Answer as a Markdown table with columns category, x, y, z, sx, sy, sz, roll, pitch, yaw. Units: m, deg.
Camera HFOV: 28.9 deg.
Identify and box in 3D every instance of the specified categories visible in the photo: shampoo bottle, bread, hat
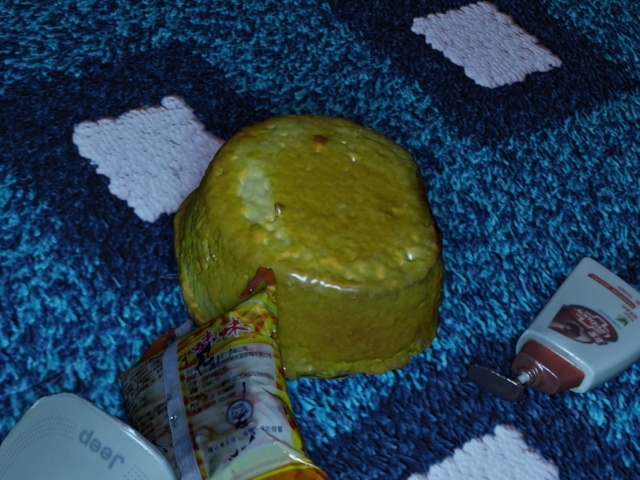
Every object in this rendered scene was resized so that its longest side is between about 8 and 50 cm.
| category | x | y | z | sx | sy | sz | roll | pitch | yaw |
| --- | --- | --- | --- | --- | --- | --- | --- | --- | --- |
| shampoo bottle | 0.311 | 0.130 | 1.587 | 0.284 | 0.071 | 0.153 | -27 | 58 | -39 |
| bread | -0.001 | -0.002 | 1.521 | 0.336 | 0.204 | 0.358 | 5 | 43 | -21 |
| hat | -0.265 | 0.278 | 1.153 | 0.214 | 0.245 | 0.149 | 28 | 23 | 12 |

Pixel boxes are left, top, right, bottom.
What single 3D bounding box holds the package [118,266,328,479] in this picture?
| category | x | y | z | sx | sy | sz | roll | pitch | yaw |
| --- | --- | --- | --- | --- | --- | --- | --- | --- | --- |
| package | -0.110 | 0.185 | 1.299 | 0.108 | 0.223 | 0.288 | 38 | 25 | -52 |
